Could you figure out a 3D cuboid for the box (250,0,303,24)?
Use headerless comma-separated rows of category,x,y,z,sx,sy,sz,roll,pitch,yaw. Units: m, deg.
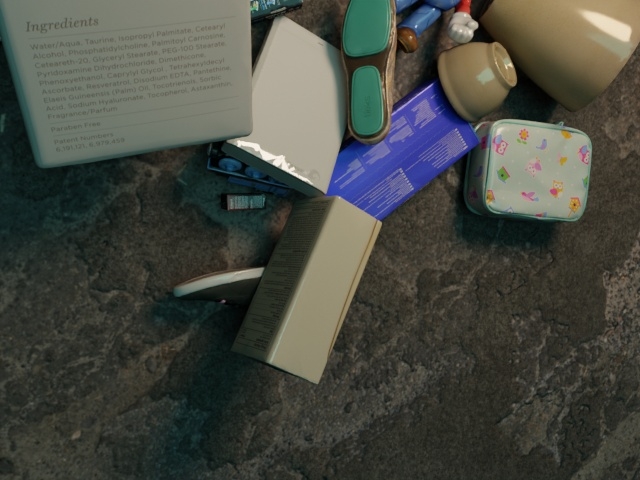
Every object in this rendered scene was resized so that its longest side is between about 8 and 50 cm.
box,-0.147,-0.507,1.218,0.175,0.051,0.220,-19,101,-2

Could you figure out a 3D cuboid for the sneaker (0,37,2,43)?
sneaker,-0.522,-0.380,1.130,0.098,0.038,0.069,-39,105,-22

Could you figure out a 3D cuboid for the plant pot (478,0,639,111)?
plant pot,0.478,-0.446,1.386,0.274,0.256,0.256,29,85,-5

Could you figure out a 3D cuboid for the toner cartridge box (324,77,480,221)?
toner cartridge box,0.145,-0.168,1.368,0.348,0.075,0.165,-37,107,-12

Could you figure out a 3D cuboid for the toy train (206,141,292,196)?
toy train,-0.126,-0.140,1.256,0.184,0.105,0.080,11,68,-18

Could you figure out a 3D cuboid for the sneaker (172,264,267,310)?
sneaker,-0.128,0.124,1.283,0.296,0.105,0.146,-7,93,-23

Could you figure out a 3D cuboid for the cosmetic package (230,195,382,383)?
cosmetic package,-0.026,0.082,1.195,0.113,0.160,0.309,29,76,-27

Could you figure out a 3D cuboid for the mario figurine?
mario figurine,0.259,-0.516,1.301,0.321,0.170,0.198,-40,145,2

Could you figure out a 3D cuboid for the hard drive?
hard drive,-0.043,-0.252,1.247,0.203,0.040,0.307,26,62,-20

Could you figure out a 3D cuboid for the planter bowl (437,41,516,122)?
planter bowl,0.327,-0.333,1.356,0.162,0.109,0.162,27,53,-42

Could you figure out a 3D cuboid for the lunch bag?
lunch bag,0.454,-0.154,1.461,0.279,0.108,0.223,4,89,-22

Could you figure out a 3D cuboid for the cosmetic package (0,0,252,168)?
cosmetic package,-0.297,-0.371,0.974,0.328,0.329,0.393,-12,134,-17

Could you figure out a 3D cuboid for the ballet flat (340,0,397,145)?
ballet flat,0.095,-0.332,1.280,0.108,0.106,0.315,3,85,17

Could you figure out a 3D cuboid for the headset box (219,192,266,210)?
headset box,-0.151,-0.074,1.278,0.083,0.062,0.032,-4,97,-20
